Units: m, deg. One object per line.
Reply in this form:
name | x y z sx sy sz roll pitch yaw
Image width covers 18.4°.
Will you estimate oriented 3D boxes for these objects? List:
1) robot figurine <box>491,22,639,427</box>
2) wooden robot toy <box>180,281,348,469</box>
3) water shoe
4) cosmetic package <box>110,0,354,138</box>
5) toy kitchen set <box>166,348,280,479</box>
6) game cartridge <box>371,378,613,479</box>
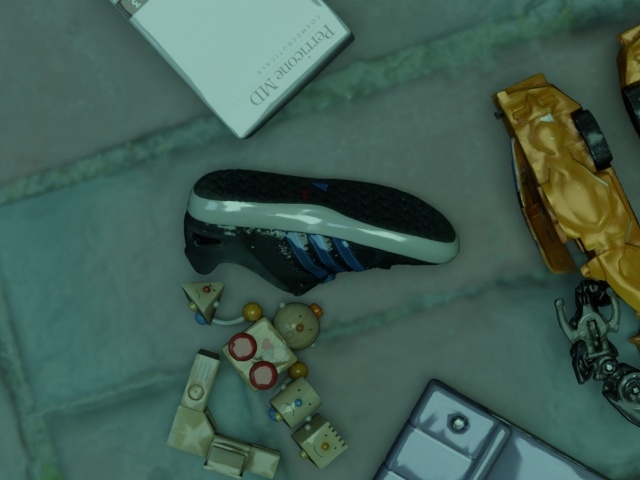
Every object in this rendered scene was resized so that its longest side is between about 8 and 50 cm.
robot figurine | 0.252 -0.007 1.438 0.211 0.085 0.291 -25 92 2
wooden robot toy | -0.025 0.080 1.457 0.079 0.076 0.173 -38 93 -8
water shoe | 0.000 0.000 1.461 0.203 0.073 0.080 11 120 0
cosmetic package | -0.093 -0.194 1.432 0.117 0.085 0.231 -44 90 4
toy kitchen set | -0.064 0.132 1.458 0.083 0.068 0.075 18 93 -1
game cartridge | 0.180 0.288 1.471 0.355 0.068 0.230 29 89 -1
